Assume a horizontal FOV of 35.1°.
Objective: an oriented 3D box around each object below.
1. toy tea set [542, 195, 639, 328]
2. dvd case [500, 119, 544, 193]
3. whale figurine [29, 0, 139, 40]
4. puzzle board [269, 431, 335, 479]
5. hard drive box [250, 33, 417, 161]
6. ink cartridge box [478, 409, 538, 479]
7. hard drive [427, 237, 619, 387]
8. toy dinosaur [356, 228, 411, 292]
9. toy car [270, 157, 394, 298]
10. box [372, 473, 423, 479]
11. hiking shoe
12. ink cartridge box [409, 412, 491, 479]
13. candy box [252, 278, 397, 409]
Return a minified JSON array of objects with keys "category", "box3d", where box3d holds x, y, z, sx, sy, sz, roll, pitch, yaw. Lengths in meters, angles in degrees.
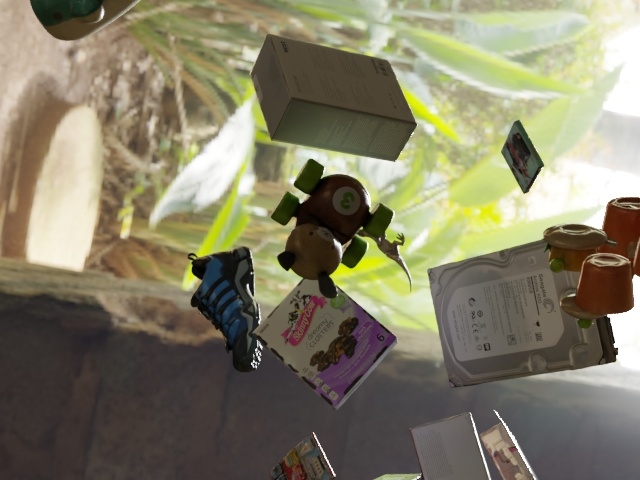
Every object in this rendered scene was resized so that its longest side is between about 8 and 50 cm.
[{"category":"toy tea set","box3d":[0.418,0.040,1.384,0.200,0.336,0.124,20,-60,45]},{"category":"dvd case","box3d":[0.327,-0.134,1.642,0.119,0.013,0.087,89,-23,-72]},{"category":"whale figurine","box3d":[-0.371,-0.448,1.698,0.141,0.272,0.216,56,29,-32]},{"category":"puzzle board","box3d":[-0.031,0.355,1.532,0.096,0.011,0.128,-45,-154,4]},{"category":"hard drive box","box3d":[0.020,-0.235,1.667,0.089,0.232,0.181,-60,-147,37]},{"category":"ink cartridge box","box3d":[0.432,0.498,2.320,0.115,0.067,0.198,52,10,-48]},{"category":"hard drive","box3d":[0.355,0.130,1.824,0.339,0.064,0.237,-16,-99,43]},{"category":"toy dinosaur","box3d":[0.152,0.022,2.144,0.053,0.183,0.092,-45,176,-20]},{"category":"toy car","box3d":[0.000,0.000,1.491,0.149,0.155,0.188,-52,-171,38]},{"category":"box","box3d":[0.151,0.572,2.085,0.156,0.093,0.158,8,76,-65]},{"category":"hiking shoe","box3d":[-0.187,0.142,1.987,0.304,0.132,0.113,-103,-171,-46]},{"category":"ink cartridge box","box3d":[0.292,0.529,2.045,0.272,0.130,0.309,58,16,-70]},{"category":"candy box","box3d":[0.008,0.171,1.769,0.165,0.196,0.070,-48,167,-8]}]
